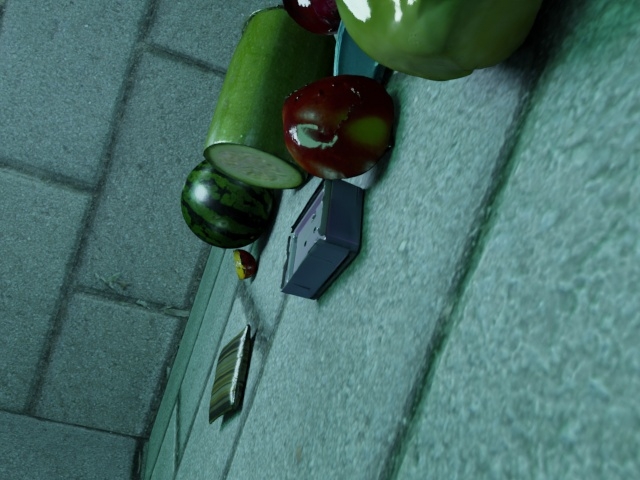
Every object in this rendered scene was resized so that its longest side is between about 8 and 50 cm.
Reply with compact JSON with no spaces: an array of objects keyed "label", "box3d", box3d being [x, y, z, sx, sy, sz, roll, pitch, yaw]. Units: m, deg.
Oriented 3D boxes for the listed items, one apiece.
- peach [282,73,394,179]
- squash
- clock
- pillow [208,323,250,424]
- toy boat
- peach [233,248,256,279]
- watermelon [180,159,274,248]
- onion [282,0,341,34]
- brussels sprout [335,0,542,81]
[{"label":"peach","box3d":[0.008,-0.211,0.950,0.279,0.068,0.189,36,87,39]},{"label":"squash","box3d":[-0.118,-0.346,1.417,0.263,0.263,0.384,148,137,-67]},{"label":"clock","box3d":[-0.001,0.001,0.982,0.193,0.073,0.144,127,155,-51]},{"label":"pillow","box3d":[-0.231,0.341,1.447,0.208,0.052,0.212,134,148,-53]},{"label":"toy boat","box3d":[0.087,-0.364,1.047,0.098,0.109,0.238,6,-83,-80]},{"label":"peach","box3d":[-0.220,0.066,1.683,0.098,0.061,0.098,37,133,53]},{"label":"watermelon","box3d":[-0.274,-0.114,1.701,0.285,0.285,0.285,-162,90,-75]},{"label":"onion","box3d":[0.040,-0.597,1.244,0.314,0.232,0.314,-9,77,45]},{"label":"brussels sprout","box3d":[0.122,-0.310,0.595,0.259,0.227,0.294,88,162,-63]}]
